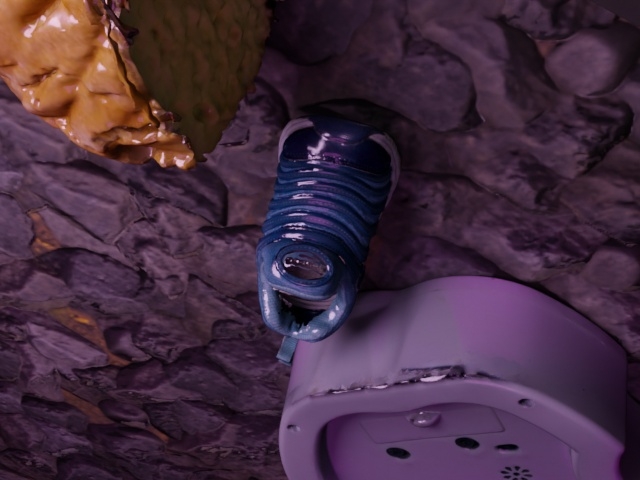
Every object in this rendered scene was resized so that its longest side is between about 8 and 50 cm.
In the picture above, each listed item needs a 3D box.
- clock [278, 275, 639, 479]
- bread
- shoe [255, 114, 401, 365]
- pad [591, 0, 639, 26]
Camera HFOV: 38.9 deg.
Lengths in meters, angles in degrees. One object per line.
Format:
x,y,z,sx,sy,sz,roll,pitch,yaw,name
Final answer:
0.124,0.179,0.817,0.338,0.102,0.338,8,138,8,clock
-0.129,-0.169,0.486,0.147,0.160,0.260,5,141,23,bread
0.000,0.000,0.660,0.091,0.106,0.207,13,132,1,shoe
0.179,-0.180,0.488,0.190,0.004,0.127,24,137,-10,pad
